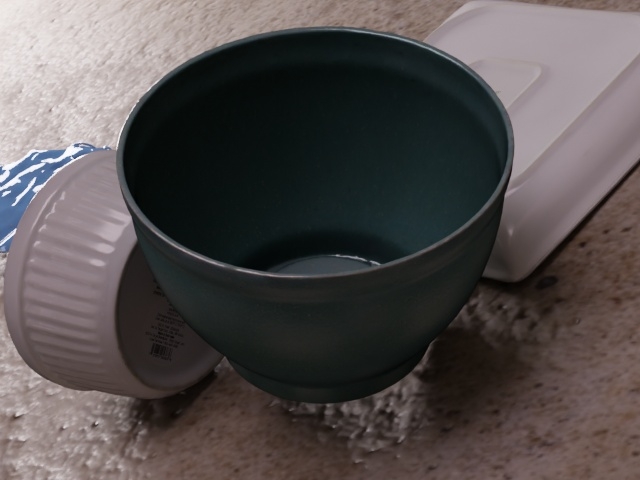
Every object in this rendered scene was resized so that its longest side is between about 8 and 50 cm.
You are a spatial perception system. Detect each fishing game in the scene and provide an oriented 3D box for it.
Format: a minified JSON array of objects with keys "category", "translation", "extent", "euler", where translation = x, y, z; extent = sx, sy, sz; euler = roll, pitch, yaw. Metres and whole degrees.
[{"category":"fishing game","translation":[-0.288,-0.037,1.972],"extent":[0.264,0.041,0.189],"euler":[-9,35,16]}]

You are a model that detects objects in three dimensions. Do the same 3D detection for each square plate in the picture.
[{"category":"square plate","translation":[0.151,-0.112,1.715],"extent":[0.344,0.049,0.347],"euler":[-44,33,-26]}]

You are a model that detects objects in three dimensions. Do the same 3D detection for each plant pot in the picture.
[{"category":"plant pot","translation":[0.000,0.000,1.480],"extent":[0.293,0.196,0.293],"euler":[-2,41,2]}]

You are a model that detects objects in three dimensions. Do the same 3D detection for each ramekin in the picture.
[{"category":"ramekin","translation":[-0.150,0.034,1.598],"extent":[0.109,0.207,0.207],"euler":[15,50,37]}]
